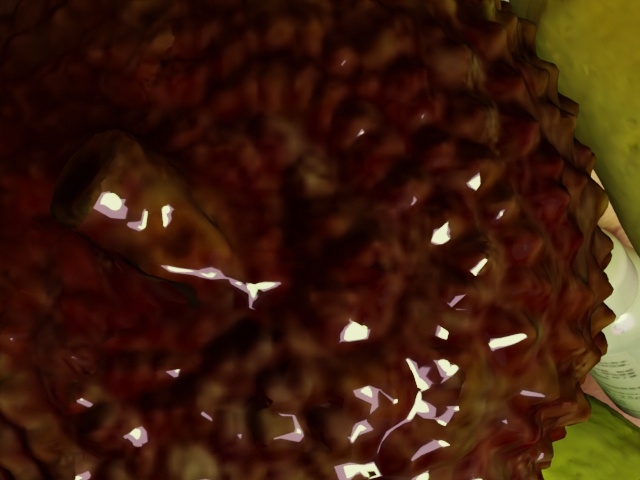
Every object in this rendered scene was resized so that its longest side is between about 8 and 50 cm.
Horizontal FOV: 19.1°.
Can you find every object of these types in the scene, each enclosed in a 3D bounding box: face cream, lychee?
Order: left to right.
[{"bbox_3d":[-0.027,0.001,0.803,0.306,0.306,0.330,-38,170,9],"label":"lychee"},{"bbox_3d":[0.215,0.059,1.361,0.082,0.082,0.269,-35,153,5],"label":"face cream"}]

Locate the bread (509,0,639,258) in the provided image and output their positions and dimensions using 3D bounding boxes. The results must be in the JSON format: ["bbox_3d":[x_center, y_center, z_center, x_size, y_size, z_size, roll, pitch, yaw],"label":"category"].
[{"bbox_3d":[0.242,-0.115,0.829,0.301,0.341,0.210,-26,-171,2],"label":"bread"}]

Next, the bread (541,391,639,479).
[{"bbox_3d":[0.163,0.285,1.427,0.348,0.308,0.348,-29,149,-19],"label":"bread"}]
